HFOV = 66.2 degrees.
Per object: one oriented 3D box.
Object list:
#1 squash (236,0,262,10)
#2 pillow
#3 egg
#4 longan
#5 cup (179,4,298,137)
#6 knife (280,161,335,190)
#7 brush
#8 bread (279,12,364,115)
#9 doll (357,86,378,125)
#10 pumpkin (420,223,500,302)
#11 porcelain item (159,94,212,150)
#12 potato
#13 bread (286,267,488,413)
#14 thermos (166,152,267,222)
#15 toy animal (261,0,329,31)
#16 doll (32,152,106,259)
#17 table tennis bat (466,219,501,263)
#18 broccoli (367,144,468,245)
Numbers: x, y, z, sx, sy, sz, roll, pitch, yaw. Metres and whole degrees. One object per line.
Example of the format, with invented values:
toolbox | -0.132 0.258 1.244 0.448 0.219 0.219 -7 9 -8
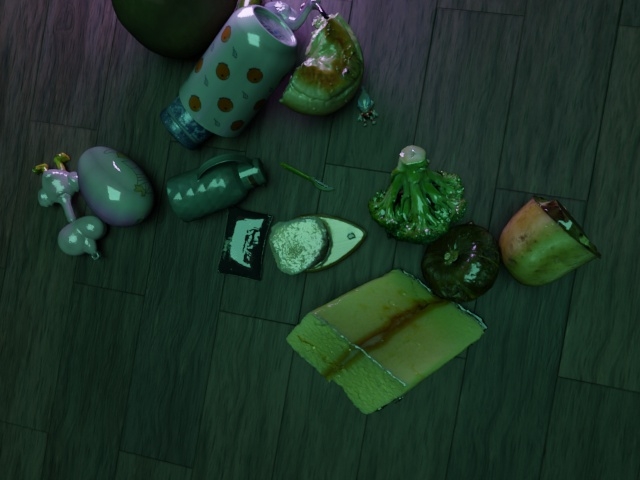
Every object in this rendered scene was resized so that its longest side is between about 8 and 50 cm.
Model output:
squash | -0.207 -0.708 1.451 0.066 0.066 0.251 2 65 8
pillow | -0.232 0.009 1.485 0.142 0.055 0.208 12 91 3
egg | -0.616 -0.165 1.478 0.196 0.196 0.271 -30 71 7
longan | -0.408 -0.710 1.403 0.362 0.361 0.360 0 89 8
cup | -0.218 -0.467 1.350 0.317 0.212 0.212 -41 83 33
knife | -0.041 -0.189 1.478 0.184 0.022 0.026 29 67 7
brush | 0.000 0.000 1.399 0.267 0.166 0.174 -12 87 6
bread | 0.021 -0.479 1.398 0.192 0.171 0.313 24 75 -14
doll | 0.132 -0.397 1.449 0.057 0.039 0.114 -5 99 50
pumpkin | 0.367 0.062 1.319 0.219 0.162 0.218 -24 53 35
porcelain item | -0.397 -0.353 1.469 0.114 0.147 0.147 -38 84 6
potato | 0.570 0.013 1.278 0.243 0.285 0.242 5 107 15
bread | 0.184 0.266 1.389 0.405 0.242 0.345 -30 71 -31
thermos | -0.304 -0.171 1.441 0.287 0.182 0.144 -20 60 8
toy animal | -0.105 -0.638 1.430 0.324 0.091 0.195 -19 71 35
doll | -0.788 -0.098 1.549 0.160 0.094 0.365 -29 86 -1
table tennis bat | 0.461 0.014 1.405 0.098 0.019 0.154 -27 88 8
broccoli | 0.270 -0.130 1.317 0.254 0.269 0.268 21 92 35
